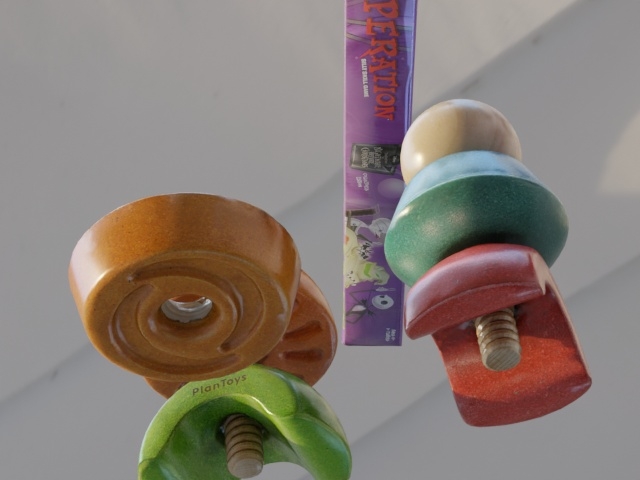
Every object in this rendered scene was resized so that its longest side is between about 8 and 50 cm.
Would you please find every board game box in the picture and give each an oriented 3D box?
[{"bbox_3d":[0.037,-0.116,1.173,0.056,0.347,0.208,5,-129,4],"label":"board game box"}]

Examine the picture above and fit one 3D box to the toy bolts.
[{"bbox_3d":[0.000,0.000,0.873,0.228,0.218,0.158,-16,-134,10],"label":"toy bolts"}]
